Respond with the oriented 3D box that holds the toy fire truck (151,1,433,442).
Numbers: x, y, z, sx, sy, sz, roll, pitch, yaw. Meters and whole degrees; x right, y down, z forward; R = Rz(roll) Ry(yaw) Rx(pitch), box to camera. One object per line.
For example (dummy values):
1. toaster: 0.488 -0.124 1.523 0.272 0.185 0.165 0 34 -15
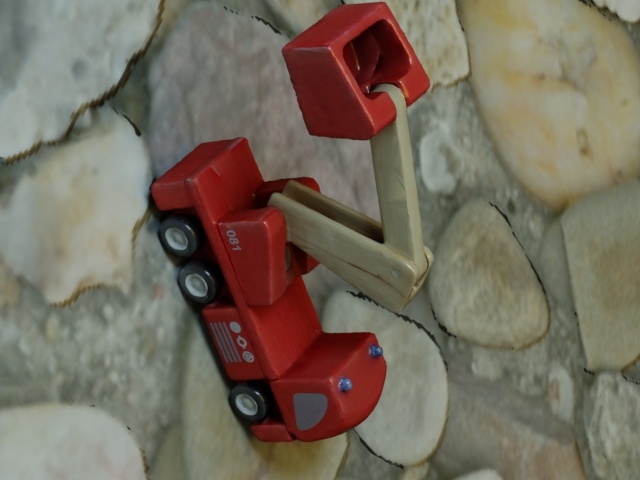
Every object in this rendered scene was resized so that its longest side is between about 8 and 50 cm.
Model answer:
1. toy fire truck: 0.000 0.000 0.839 0.047 0.135 0.192 -43 119 -45
